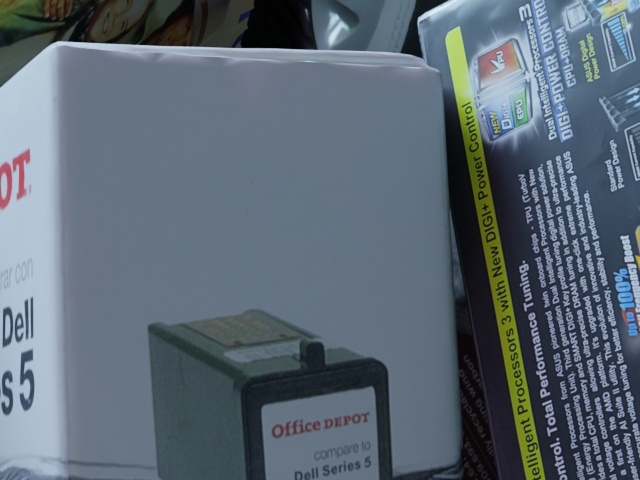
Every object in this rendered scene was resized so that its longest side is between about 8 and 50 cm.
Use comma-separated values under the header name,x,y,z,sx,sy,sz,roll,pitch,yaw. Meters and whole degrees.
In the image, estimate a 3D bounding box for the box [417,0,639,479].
name,x,y,z,sx,sy,sz,roll,pitch,yaw
box,0.141,0.026,0.430,0.216,0.270,0.060,-27,-31,33

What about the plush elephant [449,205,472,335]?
name,x,y,z,sx,sy,sz,roll,pitch,yaw
plush elephant,0.223,-0.017,0.601,0.272,0.255,0.330,45,110,46

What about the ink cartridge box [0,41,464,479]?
name,x,y,z,sx,sy,sz,roll,pitch,yaw
ink cartridge box,-0.049,0.098,0.536,0.114,0.273,0.198,1,-10,-26

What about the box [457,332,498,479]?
name,x,y,z,sx,sy,sz,roll,pitch,yaw
box,-0.059,0.165,0.805,0.191,0.143,0.381,-24,8,45

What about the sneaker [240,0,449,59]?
name,x,y,z,sx,sy,sz,roll,pitch,yaw
sneaker,0.049,-0.072,0.696,0.146,0.330,0.122,3,32,-19

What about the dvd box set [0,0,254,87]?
name,x,y,z,sx,sy,sz,roll,pitch,yaw
dvd box set,-0.114,-0.050,0.724,0.420,0.062,0.308,-38,-26,-43
